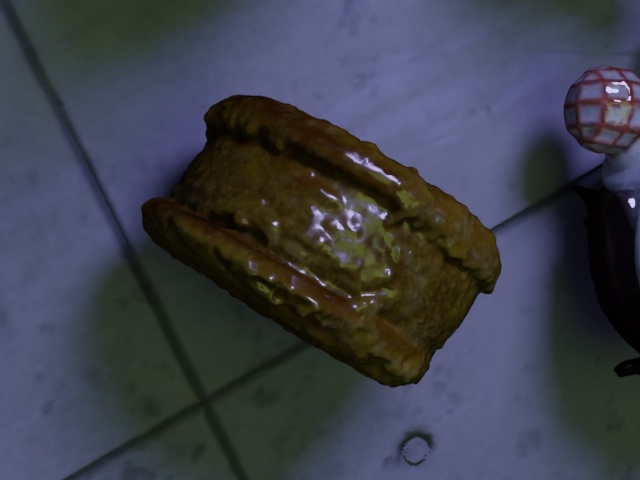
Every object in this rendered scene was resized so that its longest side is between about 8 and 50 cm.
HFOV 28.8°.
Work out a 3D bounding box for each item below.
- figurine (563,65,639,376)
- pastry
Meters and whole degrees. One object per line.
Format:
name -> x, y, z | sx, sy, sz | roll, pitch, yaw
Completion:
figurine -> 0.286, -0.064, 0.806 | 0.281, 0.167, 0.370 | 22, 83, -30
pastry -> 0.000, 0.000, 0.683 | 0.189, 0.189, 0.103 | 34, 84, -25
